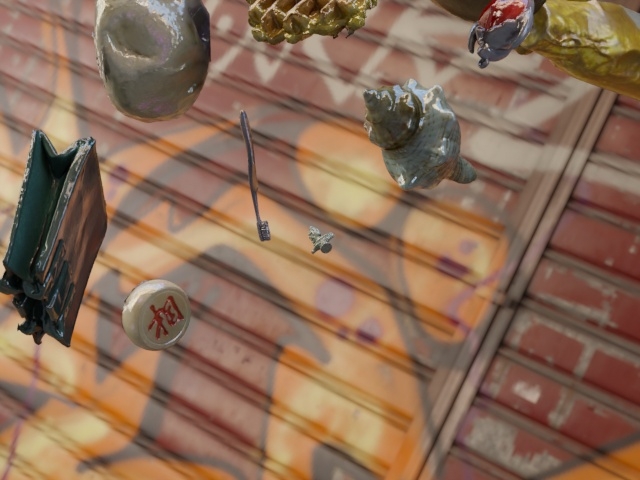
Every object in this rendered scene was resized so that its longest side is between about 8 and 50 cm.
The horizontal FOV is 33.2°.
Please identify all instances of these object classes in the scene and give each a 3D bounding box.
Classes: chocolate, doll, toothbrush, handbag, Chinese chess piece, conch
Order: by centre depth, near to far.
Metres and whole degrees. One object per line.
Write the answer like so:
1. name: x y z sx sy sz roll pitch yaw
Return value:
1. doll: 0.263 -0.318 1.486 0.104 0.194 0.062 19 -17 34
2. handbag: -0.387 0.005 1.564 0.089 0.238 0.326 12 -26 -2
3. Chinese chess piece: -0.275 0.126 1.804 0.051 0.122 0.122 17 -9 41
4. chocolate: 0.500 -0.333 1.875 0.445 0.162 0.162 3 13 -44
5. conch: 0.202 -0.186 2.067 0.386 0.203 0.169 33 -4 -30
6. toothbrush: -0.160 -0.152 2.554 0.031 0.321 0.023 -5 13 28

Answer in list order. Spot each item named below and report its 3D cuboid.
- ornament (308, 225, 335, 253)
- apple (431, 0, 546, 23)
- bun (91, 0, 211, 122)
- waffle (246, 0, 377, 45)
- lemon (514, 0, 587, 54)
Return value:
1. ornament: 0.001 0.002 2.573 0.092 0.068 0.041 10 -34 47
2. apple: 0.268 -0.457 1.650 0.234 0.257 0.257 40 -1 15
3. bun: -0.244 -0.301 1.590 0.168 0.272 0.273 -3 -5 -1
4. waffle: 0.025 -0.372 1.506 0.058 0.301 0.281 61 -2 -37
5. lemon: 0.467 -0.558 2.353 0.261 0.284 0.260 17 -9 3
